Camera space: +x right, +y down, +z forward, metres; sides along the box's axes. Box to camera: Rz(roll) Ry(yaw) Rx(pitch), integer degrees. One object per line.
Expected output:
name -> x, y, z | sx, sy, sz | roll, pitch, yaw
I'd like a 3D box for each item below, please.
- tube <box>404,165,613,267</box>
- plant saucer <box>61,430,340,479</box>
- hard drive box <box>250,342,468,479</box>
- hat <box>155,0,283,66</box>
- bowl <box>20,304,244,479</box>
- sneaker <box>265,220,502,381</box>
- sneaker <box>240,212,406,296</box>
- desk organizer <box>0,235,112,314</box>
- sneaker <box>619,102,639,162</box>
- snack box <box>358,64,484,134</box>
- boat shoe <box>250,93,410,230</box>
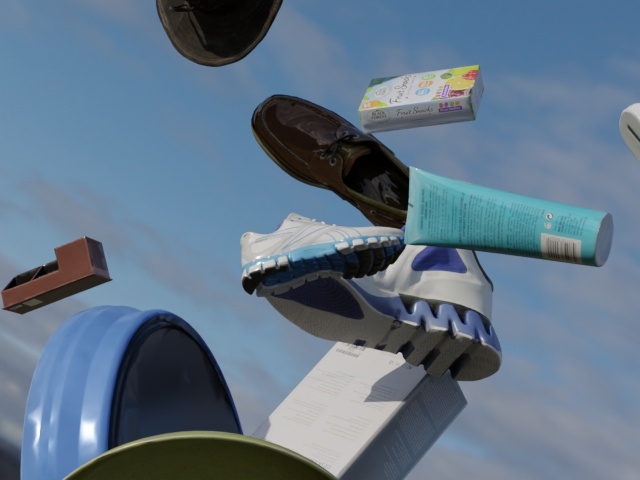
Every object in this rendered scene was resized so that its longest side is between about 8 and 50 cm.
tube -> 0.176, -0.017, 1.537 | 0.207, 0.080, 0.052 | 11, 14, 26
plant saucer -> -0.075, 0.210, 1.041 | 0.241, 0.241, 0.037 | 35, 25, -21
hard drive box -> 0.041, 0.235, 2.014 | 0.181, 0.232, 0.089 | 13, -41, 47
hat -> -0.165, -0.388, 2.024 | 0.134, 0.331, 0.331 | 9, 4, -39
bowl -> -0.150, 0.248, 1.459 | 0.077, 0.391, 0.391 | -10, -27, 16
sneaker -> 0.084, 0.038, 1.953 | 0.315, 0.182, 0.127 | 24, -40, -14
sneaker -> 0.000, 0.000, 1.763 | 0.190, 0.083, 0.071 | -9, -35, -9
desk organizer -> -0.322, 0.042, 1.920 | 0.130, 0.050, 0.047 | -21, -17, 16
sneaker -> 0.495, -0.095, 2.097 | 0.094, 0.091, 0.258 | 94, -26, -53
snack box -> 0.125, -0.174, 1.967 | 0.141, 0.100, 0.037 | -6, -64, 17
boat shoe -> 0.041, -0.110, 2.158 | 0.307, 0.111, 0.104 | 33, -14, 6
